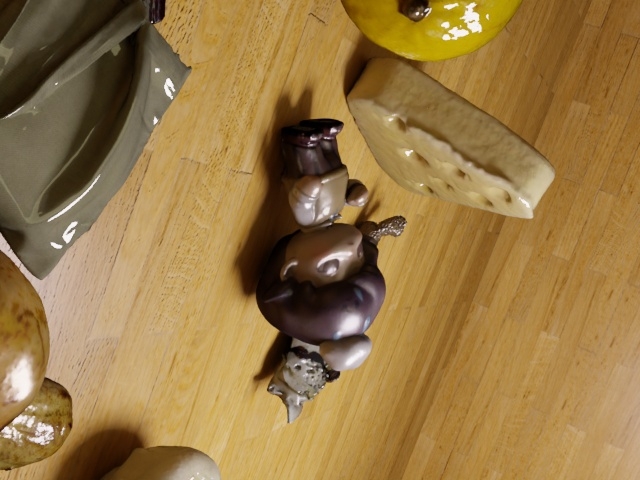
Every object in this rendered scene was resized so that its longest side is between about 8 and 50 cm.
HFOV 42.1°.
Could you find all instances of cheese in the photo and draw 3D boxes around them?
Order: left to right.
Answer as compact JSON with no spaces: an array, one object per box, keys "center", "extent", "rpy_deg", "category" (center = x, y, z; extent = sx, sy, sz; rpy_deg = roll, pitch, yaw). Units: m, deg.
[{"center":[0.241,-0.156,1.481],"extent":[0.104,0.384,0.384],"rpy_deg":[-58,156,-8],"category":"cheese"}]

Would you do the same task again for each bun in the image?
[{"center":[-0.249,0.380,1.189],"extent":[0.231,0.133,0.231],"rpy_deg":[-46,155,-29],"category":"bun"}]

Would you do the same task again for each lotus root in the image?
[{"center":[-0.342,0.183,0.862],"extent":[0.110,0.097,0.258],"rpy_deg":[-61,153,-6],"category":"lotus root"}]

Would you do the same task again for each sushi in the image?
[{"center":[-0.018,0.222,1.579],"extent":[0.109,0.134,0.272],"rpy_deg":[140,-28,-69],"category":"sushi"}]

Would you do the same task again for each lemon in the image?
[{"center":[0.157,-0.399,1.164],"extent":[0.297,0.297,0.297],"rpy_deg":[-47,150,-39],"category":"lemon"}]

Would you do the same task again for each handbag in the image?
[{"center":[-0.252,-0.147,0.678],"extent":[0.253,0.109,0.315],"rpy_deg":[-58,137,-19],"category":"handbag"}]

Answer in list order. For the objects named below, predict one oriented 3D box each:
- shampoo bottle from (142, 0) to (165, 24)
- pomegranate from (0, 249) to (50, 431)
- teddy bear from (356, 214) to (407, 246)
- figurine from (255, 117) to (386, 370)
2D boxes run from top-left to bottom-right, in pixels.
[{"center":[-0.165,-0.334,0.748],"extent":[0.104,0.104,0.278],"rpy_deg":[-36,142,-50],"category":"shampoo bottle"},{"center":[-0.333,0.076,0.665],"extent":[0.215,0.215,0.215],"rpy_deg":[-47,150,-39],"category":"pomegranate"},{"center":[0.095,-0.001,1.666],"extent":[0.160,0.078,0.119],"rpy_deg":[-44,175,-10],"category":"teddy bear"},{"center":[0.019,-0.002,1.327],"extent":[0.218,0.206,0.364],"rpy_deg":[-53,155,-63],"category":"figurine"}]
